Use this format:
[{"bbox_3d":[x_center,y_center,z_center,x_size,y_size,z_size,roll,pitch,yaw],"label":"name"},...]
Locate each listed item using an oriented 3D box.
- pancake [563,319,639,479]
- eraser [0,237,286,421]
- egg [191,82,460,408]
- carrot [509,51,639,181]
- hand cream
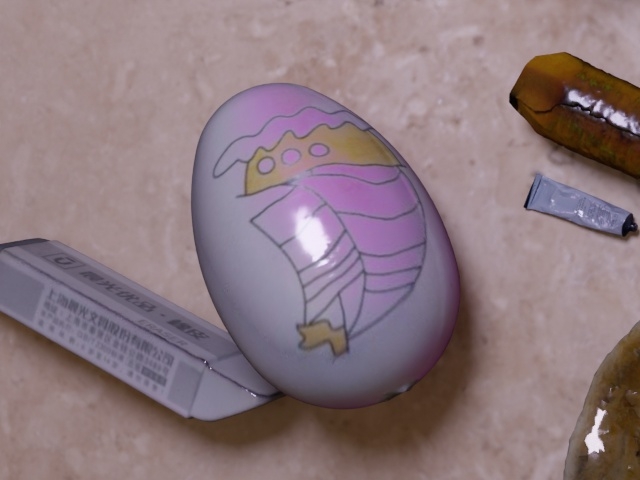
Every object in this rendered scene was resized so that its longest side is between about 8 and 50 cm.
[{"bbox_3d":[0.307,0.173,1.087,0.282,0.049,0.282,-4,82,30],"label":"pancake"},{"bbox_3d":[-0.179,0.076,1.332,0.352,0.089,0.061,26,108,23],"label":"eraser"},{"bbox_3d":[0.000,0.000,1.178,0.196,0.196,0.271,-21,82,27],"label":"egg"},{"bbox_3d":[0.261,-0.061,1.111,0.260,0.070,0.070,32,107,20],"label":"carrot"},{"bbox_3d":[0.205,-0.024,1.172,0.093,0.019,0.030,24,106,31],"label":"hand cream"}]
